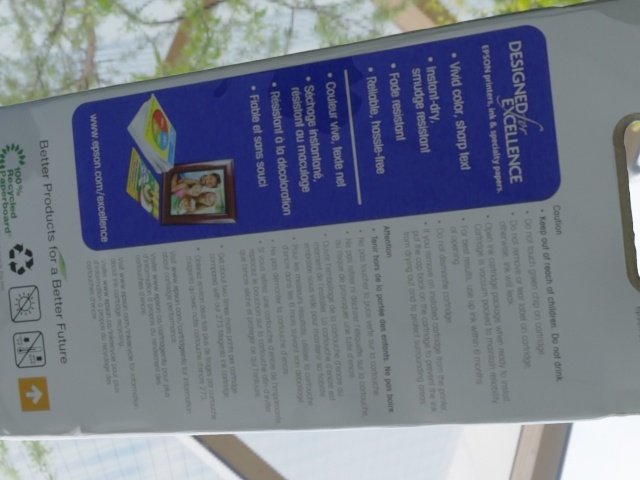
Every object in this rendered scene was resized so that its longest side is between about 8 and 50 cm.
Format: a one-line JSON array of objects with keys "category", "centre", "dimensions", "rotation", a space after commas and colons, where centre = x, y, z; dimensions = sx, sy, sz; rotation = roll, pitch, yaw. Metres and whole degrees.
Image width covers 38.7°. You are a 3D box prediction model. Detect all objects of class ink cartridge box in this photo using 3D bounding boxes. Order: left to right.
[{"category": "ink cartridge box", "centre": [0.000, 0.000, 0.441], "dimensions": [0.370, 0.069, 0.176], "rotation": [-6, -91, 22]}]
